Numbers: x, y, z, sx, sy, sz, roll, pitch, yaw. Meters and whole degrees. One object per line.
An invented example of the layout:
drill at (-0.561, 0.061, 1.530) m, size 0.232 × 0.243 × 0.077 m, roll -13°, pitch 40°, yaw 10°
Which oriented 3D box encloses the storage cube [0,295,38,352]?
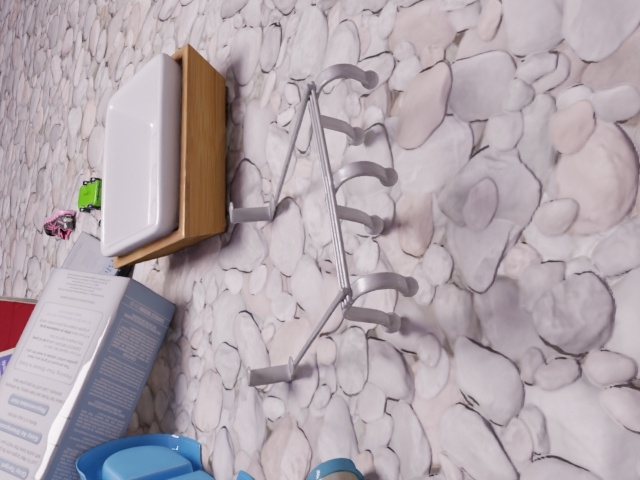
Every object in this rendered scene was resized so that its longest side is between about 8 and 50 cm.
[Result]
storage cube at (-0.700, 0.219, 1.580) m, size 0.215 × 0.184 × 0.193 m, roll 0°, pitch 81°, yaw 53°

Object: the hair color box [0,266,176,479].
hair color box at (-0.379, 0.236, 1.079) m, size 0.185 × 0.113 × 0.374 m, roll 5°, pitch 65°, yaw 35°

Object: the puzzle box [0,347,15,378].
puzzle box at (-0.486, 0.343, 1.216) m, size 0.052 × 0.272 × 0.409 m, roll 87°, pitch 160°, yaw -46°

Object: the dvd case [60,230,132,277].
dvd case at (-0.444, 0.086, 1.359) m, size 0.253 × 0.022 × 0.180 m, roll 19°, pitch 78°, yaw 52°

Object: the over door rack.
over door rack at (0.000, 0.000, 0.789) m, size 0.324 × 0.108 × 0.239 m, roll 133°, pitch 134°, yaw -56°

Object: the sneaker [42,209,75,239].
sneaker at (-0.567, -0.025, 1.579) m, size 0.119 × 0.047 × 0.057 m, roll -29°, pitch 72°, yaw 48°

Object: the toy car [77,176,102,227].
toy car at (-0.388, -0.090, 1.346) m, size 0.225 × 0.053 × 0.238 m, roll -6°, pitch 77°, yaw 52°

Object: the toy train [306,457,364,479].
toy train at (-0.011, 0.345, 0.723) m, size 0.248 × 0.105 × 0.143 m, roll -59°, pitch 31°, yaw 26°

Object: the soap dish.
soap dish at (-0.234, -0.115, 1.095) m, size 0.229 × 0.118 × 0.290 m, roll -19°, pitch 67°, yaw 49°

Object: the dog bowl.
dog bowl at (-0.200, 0.328, 0.925) m, size 0.297 × 0.166 × 0.074 m, roll 8°, pitch 101°, yaw 53°
